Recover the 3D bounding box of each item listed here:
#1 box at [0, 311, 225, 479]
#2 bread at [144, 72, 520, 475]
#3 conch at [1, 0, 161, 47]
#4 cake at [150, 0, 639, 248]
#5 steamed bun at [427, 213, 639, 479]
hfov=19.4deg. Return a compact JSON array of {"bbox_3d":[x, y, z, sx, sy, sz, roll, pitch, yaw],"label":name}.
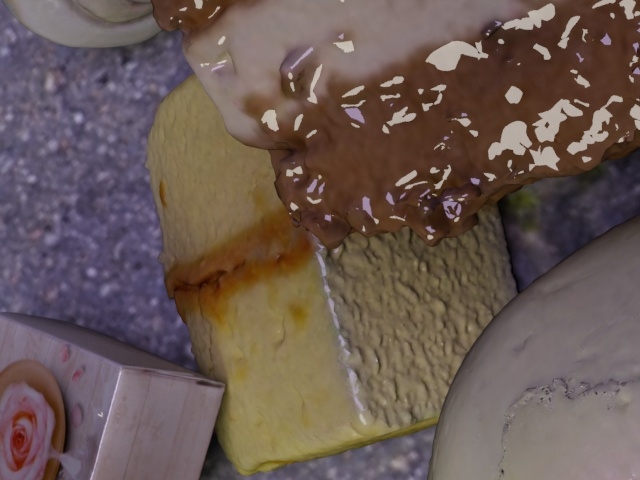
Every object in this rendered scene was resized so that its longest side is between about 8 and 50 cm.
[{"bbox_3d":[-0.145,0.151,1.054,0.135,0.081,0.199,15,89,47],"label":"box"},{"bbox_3d":[0.000,0.000,1.061,0.178,0.135,0.240,-26,74,53],"label":"bread"},{"bbox_3d":[-0.168,-0.212,1.092,0.255,0.127,0.158,31,99,23],"label":"conch"},{"bbox_3d":[0.079,-0.175,0.859,0.256,0.282,0.290,-18,98,33],"label":"cake"},{"bbox_3d":[0.190,0.136,0.862,0.334,0.233,0.312,-45,72,11],"label":"steamed bun"}]
